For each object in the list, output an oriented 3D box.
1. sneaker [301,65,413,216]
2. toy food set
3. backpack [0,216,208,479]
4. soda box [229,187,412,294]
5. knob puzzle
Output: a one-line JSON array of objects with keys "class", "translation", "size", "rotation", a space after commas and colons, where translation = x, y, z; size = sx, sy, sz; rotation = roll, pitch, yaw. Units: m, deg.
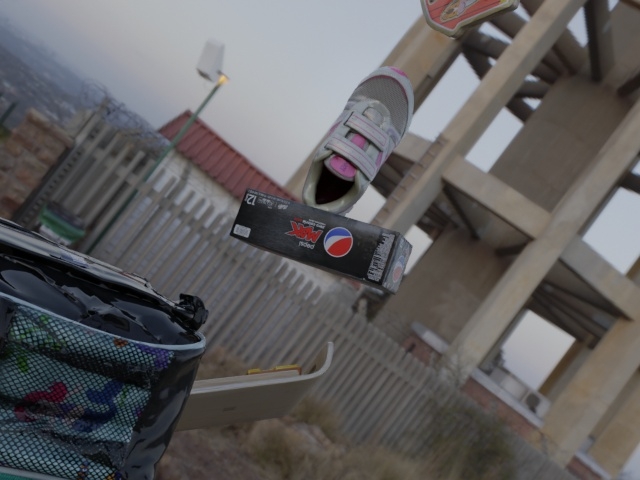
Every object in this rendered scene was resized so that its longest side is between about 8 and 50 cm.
[{"class": "sneaker", "translation": [0.053, -0.127, 0.927], "size": [0.103, 0.252, 0.111], "rotation": [28, 19, 1]}, {"class": "toy food set", "translation": [-0.148, 0.219, 1.012], "size": [0.220, 0.306, 0.092], "rotation": [119, -37, -56]}, {"class": "backpack", "translation": [-0.230, 0.062, 0.384], "size": [0.253, 0.191, 0.225], "rotation": [34, -13, -36]}, {"class": "soda box", "translation": [0.000, 0.000, 0.634], "size": [0.168, 0.053, 0.060], "rotation": [18, -6, 23]}, {"class": "knob puzzle", "translation": [0.188, -0.354, 0.837], "size": [0.030, 0.213, 0.213], "rotation": [19, 7, -30]}]
